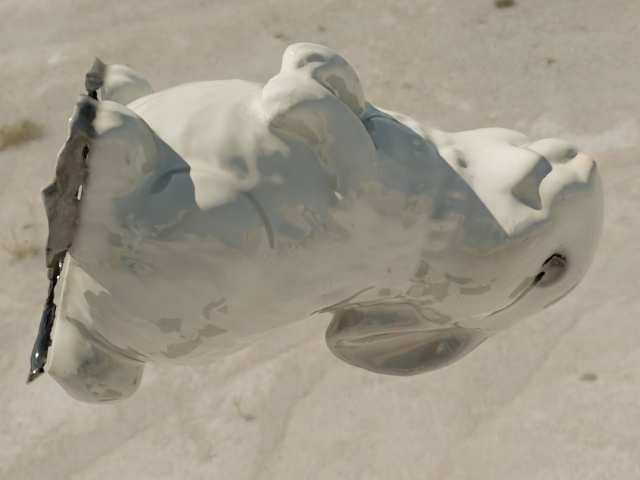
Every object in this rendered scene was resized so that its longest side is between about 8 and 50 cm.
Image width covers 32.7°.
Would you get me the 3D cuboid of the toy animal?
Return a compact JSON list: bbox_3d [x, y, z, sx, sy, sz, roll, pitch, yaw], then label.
[{"bbox_3d":[0.000,0.000,0.723,0.357,0.258,0.194,10,28,-11],"label":"toy animal"}]
